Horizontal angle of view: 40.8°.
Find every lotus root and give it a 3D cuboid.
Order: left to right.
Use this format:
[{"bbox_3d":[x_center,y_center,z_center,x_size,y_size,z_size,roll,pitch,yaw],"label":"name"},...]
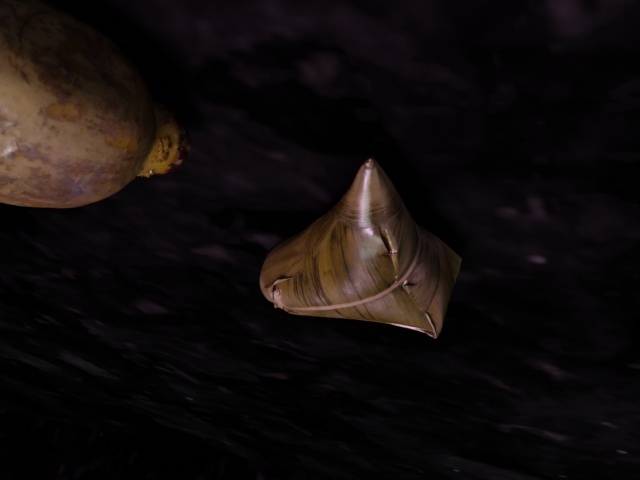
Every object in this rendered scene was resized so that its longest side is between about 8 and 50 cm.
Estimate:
[{"bbox_3d":[-0.235,-0.112,0.633,0.309,0.173,0.173,23,156,-30],"label":"lotus root"}]

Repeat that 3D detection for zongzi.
[{"bbox_3d":[-0.002,-0.001,0.773,0.205,0.094,0.204,2,148,31],"label":"zongzi"}]
